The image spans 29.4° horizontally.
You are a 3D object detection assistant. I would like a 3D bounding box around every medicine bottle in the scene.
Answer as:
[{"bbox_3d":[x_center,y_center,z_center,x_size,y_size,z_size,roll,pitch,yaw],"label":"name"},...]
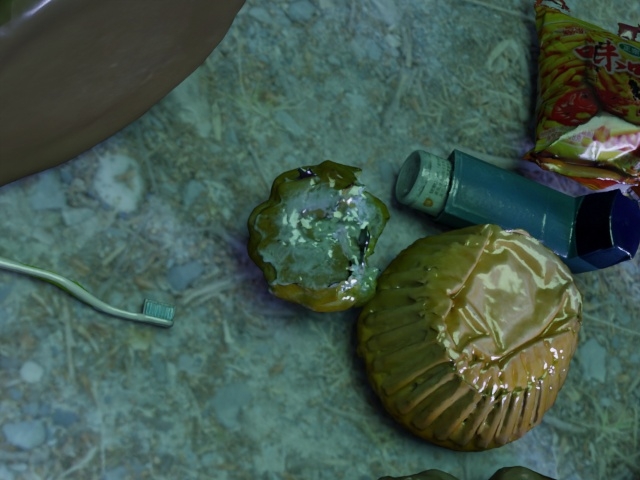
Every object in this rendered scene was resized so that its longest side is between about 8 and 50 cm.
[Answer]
[{"bbox_3d":[0.214,-0.034,1.330,0.258,0.124,0.079,19,68,-16],"label":"medicine bottle"}]

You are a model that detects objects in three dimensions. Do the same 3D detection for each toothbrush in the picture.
[{"bbox_3d":[-0.259,0.039,1.136,0.262,0.022,0.026,17,79,-19],"label":"toothbrush"}]

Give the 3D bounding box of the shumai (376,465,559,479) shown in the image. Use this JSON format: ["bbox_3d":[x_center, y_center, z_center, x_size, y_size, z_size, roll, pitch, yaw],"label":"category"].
[{"bbox_3d":[0.194,0.320,1.134,0.283,0.217,0.346,-35,86,-30],"label":"shumai"}]

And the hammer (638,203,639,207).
[{"bbox_3d":[0.363,-0.039,1.463,0.182,0.017,0.062,-14,77,-28],"label":"hammer"}]

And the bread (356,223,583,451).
[{"bbox_3d":[0.156,0.098,1.243,0.239,0.139,0.240,7,70,-20],"label":"bread"}]

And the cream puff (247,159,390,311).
[{"bbox_3d":[0.001,0.000,1.220,0.156,0.121,0.156,-7,90,-68],"label":"cream puff"}]

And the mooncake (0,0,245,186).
[{"bbox_3d":[-0.253,-0.211,1.036,0.378,0.378,0.201,-30,82,-31],"label":"mooncake"}]

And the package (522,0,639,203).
[{"bbox_3d":[0.338,-0.155,1.446,0.223,0.108,0.288,21,56,-12],"label":"package"}]
